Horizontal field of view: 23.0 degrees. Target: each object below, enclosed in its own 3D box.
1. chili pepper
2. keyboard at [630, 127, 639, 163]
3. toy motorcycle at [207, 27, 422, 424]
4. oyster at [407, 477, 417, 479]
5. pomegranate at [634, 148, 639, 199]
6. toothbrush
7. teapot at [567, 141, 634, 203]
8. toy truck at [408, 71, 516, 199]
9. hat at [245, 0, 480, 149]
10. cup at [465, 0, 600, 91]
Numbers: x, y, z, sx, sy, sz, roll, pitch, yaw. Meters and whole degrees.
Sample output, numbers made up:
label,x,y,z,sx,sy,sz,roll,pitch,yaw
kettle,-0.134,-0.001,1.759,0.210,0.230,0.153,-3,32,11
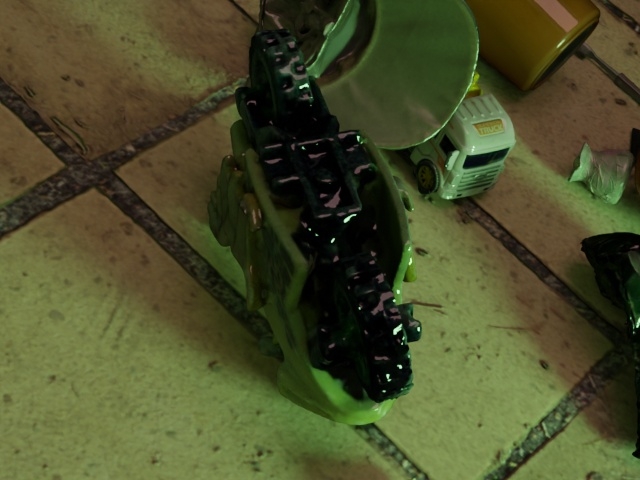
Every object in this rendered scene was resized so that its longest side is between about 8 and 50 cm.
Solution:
label,x,y,z,sx,sy,sz,roll,pitch,yaw
chili pepper,0.355,0.088,1.622,0.148,0.116,0.264,3,51,-27
keyboard,0.465,-0.078,1.895,0.202,0.011,0.067,21,44,-7
toy motorcycle,0.000,0.000,1.454,0.169,0.237,0.410,-9,52,-14
oyster,0.064,0.243,1.409,0.093,0.034,0.051,-14,74,-47
pomegranate,0.455,-0.073,1.746,0.209,0.209,0.209,13,47,-14
toothbrush,0.382,-0.188,1.951,0.194,0.014,0.017,42,46,14
teapot,0.320,-0.081,1.802,0.064,0.064,0.083,22,13,4
toy truck,0.121,-0.159,1.731,0.098,0.114,0.227,-14,58,-34
hat,0.041,-0.210,1.695,0.245,0.214,0.149,29,9,-3
cup,0.202,-0.311,1.891,0.264,0.182,0.226,46,16,8
